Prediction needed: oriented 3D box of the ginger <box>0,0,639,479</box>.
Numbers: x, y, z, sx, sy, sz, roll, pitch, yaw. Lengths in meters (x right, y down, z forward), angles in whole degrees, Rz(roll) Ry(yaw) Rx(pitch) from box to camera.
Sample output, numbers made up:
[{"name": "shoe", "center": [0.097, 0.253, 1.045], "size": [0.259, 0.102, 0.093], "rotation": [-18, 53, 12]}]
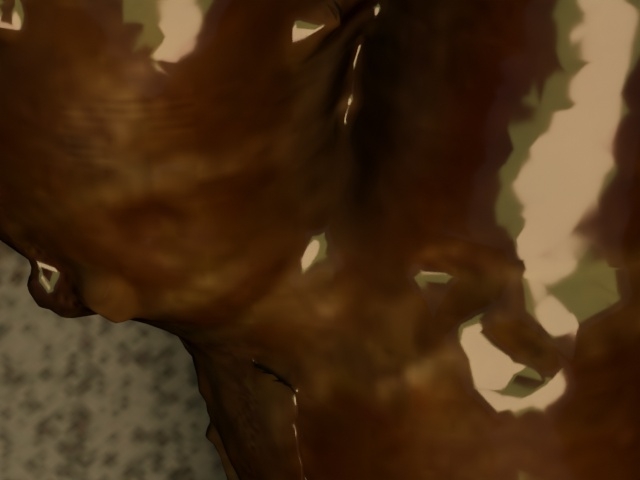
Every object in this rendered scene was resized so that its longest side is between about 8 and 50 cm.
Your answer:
[{"name": "ginger", "center": [0.000, 0.000, 0.535], "size": [0.254, 0.176, 0.418], "rotation": [-7, 115, 2]}]
